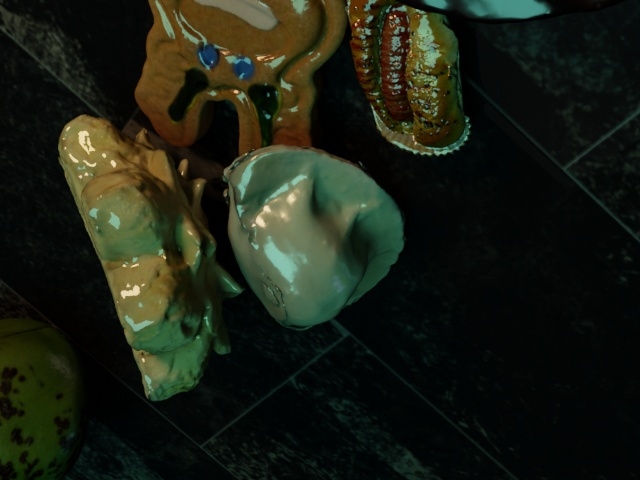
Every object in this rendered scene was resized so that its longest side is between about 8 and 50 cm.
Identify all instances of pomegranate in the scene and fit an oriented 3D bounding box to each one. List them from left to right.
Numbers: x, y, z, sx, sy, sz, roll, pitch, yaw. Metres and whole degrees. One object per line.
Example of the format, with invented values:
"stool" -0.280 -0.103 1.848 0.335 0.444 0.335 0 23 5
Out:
"pomegranate" -0.396 0.223 1.324 0.254 0.271 0.254 -4 155 -2

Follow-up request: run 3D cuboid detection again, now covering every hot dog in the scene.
"hot dog" 0.077 -0.160 0.949 0.099 0.053 0.192 -2 124 21

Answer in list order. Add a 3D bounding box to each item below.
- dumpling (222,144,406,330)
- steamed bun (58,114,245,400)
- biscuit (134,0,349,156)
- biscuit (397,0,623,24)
"dumpling" 0.000 0.000 1.066 0.172 0.142 0.247 -18 137 3
"steamed bun" -0.164 0.002 1.095 0.137 0.295 0.292 -20 150 -8
"biscuit" -0.074 -0.203 0.994 0.202 0.047 0.334 23 130 9
"biscuit" 0.129 -0.351 0.755 0.407 0.091 0.407 14 128 19
